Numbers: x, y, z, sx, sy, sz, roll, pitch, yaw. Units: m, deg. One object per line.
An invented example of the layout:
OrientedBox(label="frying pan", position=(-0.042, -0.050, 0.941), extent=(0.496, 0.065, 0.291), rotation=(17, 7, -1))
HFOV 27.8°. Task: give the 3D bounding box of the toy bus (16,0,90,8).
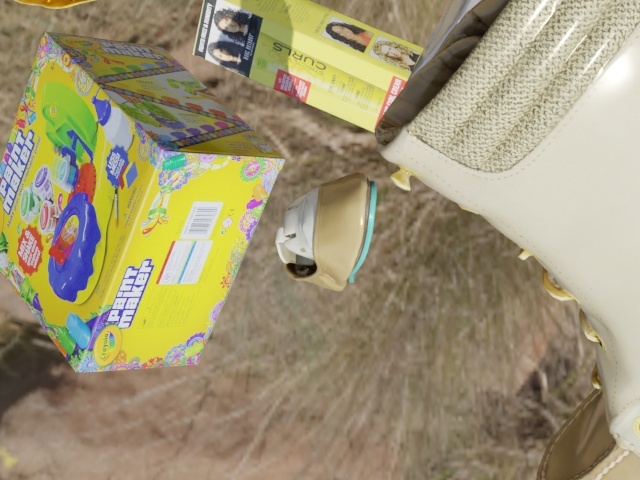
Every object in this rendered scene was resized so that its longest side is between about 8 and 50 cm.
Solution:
OrientedBox(label="toy bus", position=(-0.201, -0.316, 0.967), extent=(0.149, 0.211, 0.220), rotation=(5, 138, 39))

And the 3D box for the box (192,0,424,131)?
OrientedBox(label="box", position=(-0.005, -0.181, 1.268), extent=(0.232, 0.058, 0.087), rotation=(24, 138, 3))

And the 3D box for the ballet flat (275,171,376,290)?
OrientedBox(label="ballet flat", position=(0.000, 0.000, 1.041), extent=(0.073, 0.080, 0.232), rotation=(6, 165, -1))

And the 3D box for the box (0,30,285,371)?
OrientedBox(label="box", position=(-0.232, -0.046, 1.513), extent=(0.177, 0.279, 0.290), rotation=(1, 122, -43))

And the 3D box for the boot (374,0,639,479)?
OrientedBox(label="boot", position=(0.107, 0.009, 0.519), extent=(0.203, 0.095, 0.262), rotation=(29, 139, -5))

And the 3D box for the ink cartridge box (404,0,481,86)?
OrientedBox(label="ink cartridge box", position=(0.187, -0.127, 1.060), extent=(0.203, 0.148, 0.086), rotation=(32, 128, -5))
